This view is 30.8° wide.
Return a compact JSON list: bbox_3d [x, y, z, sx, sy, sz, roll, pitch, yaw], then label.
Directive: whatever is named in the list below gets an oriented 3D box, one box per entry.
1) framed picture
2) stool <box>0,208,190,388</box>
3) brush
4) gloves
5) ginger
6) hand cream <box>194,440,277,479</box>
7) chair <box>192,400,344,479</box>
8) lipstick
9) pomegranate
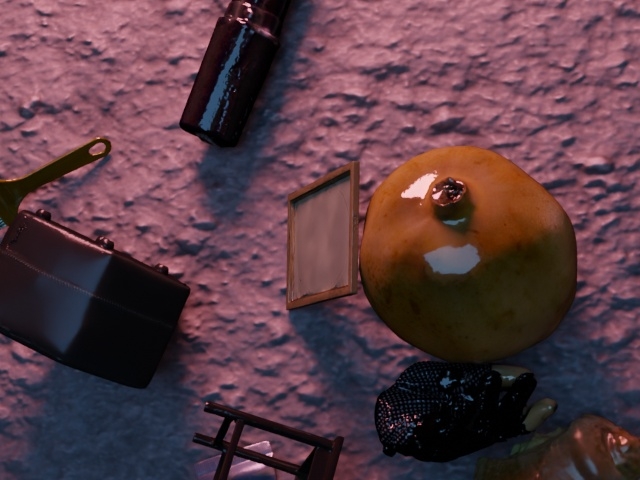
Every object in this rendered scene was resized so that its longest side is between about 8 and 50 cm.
[{"bbox_3d":[0.000,0.000,1.257,0.010,0.201,0.136,4,81,-20],"label":"framed picture"},{"bbox_3d":[-0.264,0.062,1.291,0.232,0.232,0.141,23,85,16],"label":"stool"},{"bbox_3d":[-0.347,-0.073,1.413,0.205,0.083,0.011,-28,42,-2],"label":"brush"},{"bbox_3d":[0.159,0.180,1.201,0.181,0.129,0.106,4,88,38],"label":"gloves"},{"bbox_3d":[0.271,0.295,1.159,0.276,0.130,0.221,29,94,19],"label":"ginger"},{"bbox_3d":[-0.062,0.361,1.277,0.091,0.058,0.271,-18,73,-1],"label":"hand cream"},{"bbox_3d":[-0.021,0.283,1.209,0.260,0.154,0.141,19,64,-4],"label":"chair"},{"bbox_3d":[-0.080,-0.253,1.363,0.081,0.081,0.299,22,87,16],"label":"lipstick"},{"bbox_3d":[0.147,0.018,1.197,0.233,0.233,0.233,-2,81,14],"label":"pomegranate"}]
